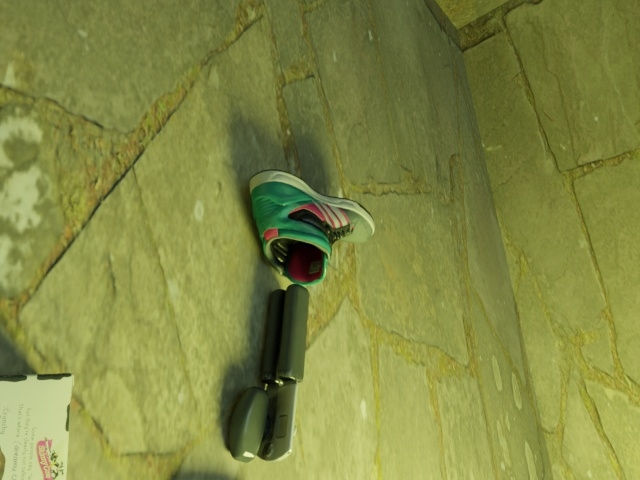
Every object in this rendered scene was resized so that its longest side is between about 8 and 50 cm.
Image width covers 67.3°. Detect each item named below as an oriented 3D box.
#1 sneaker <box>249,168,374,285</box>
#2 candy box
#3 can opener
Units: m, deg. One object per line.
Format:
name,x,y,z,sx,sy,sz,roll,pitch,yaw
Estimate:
sneaker,0.000,0.000,0.882,0.295,0.124,0.178,19,54,-39
candy box,-0.325,0.201,0.404,0.196,0.070,0.165,16,61,-48
can opener,-0.068,0.195,0.747,0.093,0.074,0.280,37,47,-37
